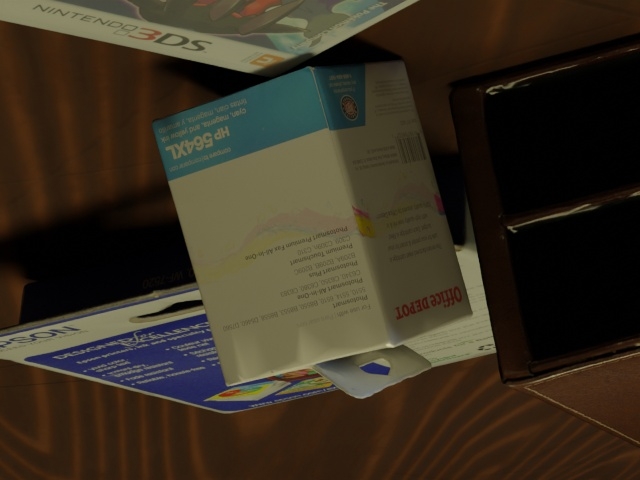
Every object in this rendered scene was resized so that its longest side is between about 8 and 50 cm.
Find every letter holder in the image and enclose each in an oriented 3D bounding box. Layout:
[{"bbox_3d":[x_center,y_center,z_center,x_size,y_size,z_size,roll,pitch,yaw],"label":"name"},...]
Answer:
[{"bbox_3d":[0.227,0.002,0.984,0.214,0.152,0.302,-16,162,20],"label":"letter holder"}]

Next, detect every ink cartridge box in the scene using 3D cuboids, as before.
[{"bbox_3d":[0.000,0.000,0.853,0.090,0.143,0.092,-16,179,29],"label":"ink cartridge box"},{"bbox_3d":[-0.014,0.030,1.128,0.304,0.072,0.307,-14,160,26],"label":"ink cartridge box"}]

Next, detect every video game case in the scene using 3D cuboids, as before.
[{"bbox_3d":[-0.023,-0.116,0.697,0.183,0.023,0.201,8,158,-41],"label":"video game case"}]
